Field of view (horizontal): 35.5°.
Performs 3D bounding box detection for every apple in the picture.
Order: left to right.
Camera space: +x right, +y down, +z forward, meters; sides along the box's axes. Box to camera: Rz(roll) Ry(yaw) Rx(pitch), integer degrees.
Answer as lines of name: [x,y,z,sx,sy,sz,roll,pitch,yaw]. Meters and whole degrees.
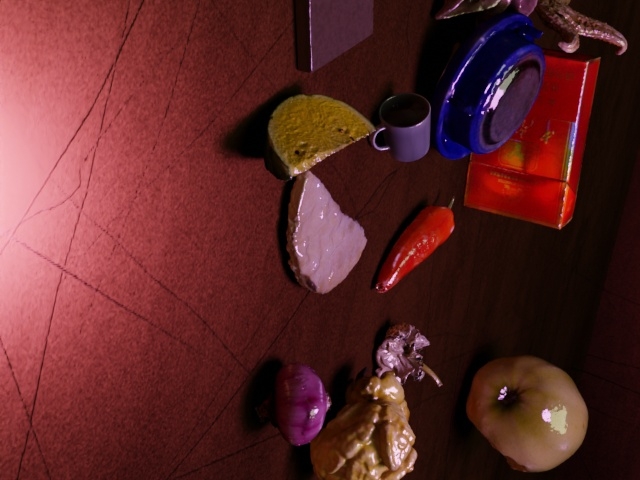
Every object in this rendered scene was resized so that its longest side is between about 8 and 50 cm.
apple: [0.456,0.379,2.211,0.279,0.279,0.279,-39,136,-50]

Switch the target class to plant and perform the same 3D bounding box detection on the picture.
plant: [0.155,0.208,1.711,0.104,0.122,0.116,-47,151,-24]

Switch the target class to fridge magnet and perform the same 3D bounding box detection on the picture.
fridge magnet: [0.278,-0.250,1.653,0.265,0.112,0.265,-39,150,-28]

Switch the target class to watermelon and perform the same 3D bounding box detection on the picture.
watermelon: [-0.020,-0.138,1.220,0.181,0.092,0.075,-31,117,-43]

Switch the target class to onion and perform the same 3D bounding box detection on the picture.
onion: [-0.038,0.226,1.376,0.115,0.104,0.115,168,-90,-82]

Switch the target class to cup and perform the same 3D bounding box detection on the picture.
cup: [0.118,-0.163,1.500,0.100,0.078,0.077,-26,140,-13]

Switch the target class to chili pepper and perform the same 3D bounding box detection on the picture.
chili pepper: [0.170,-0.002,1.691,0.272,0.063,0.071,-45,128,-41]

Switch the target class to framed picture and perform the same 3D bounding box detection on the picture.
framed picture: [0.021,-0.302,1.279,0.168,0.023,0.128,-42,140,-47]

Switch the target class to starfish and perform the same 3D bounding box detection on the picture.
starfish: [0.431,-0.470,1.851,0.327,0.094,0.375,29,42,-36]

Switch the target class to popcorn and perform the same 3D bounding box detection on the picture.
popcorn: [0.069,0.310,1.567,0.168,0.173,0.195,-47,-164,26]

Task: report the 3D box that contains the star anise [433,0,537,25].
star anise: [0.295,-0.471,1.608,0.349,0.109,0.292,-2,111,-47]

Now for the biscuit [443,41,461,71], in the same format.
biscuit: [0.231,-0.284,1.703,0.081,0.018,0.083,-68,153,-14]

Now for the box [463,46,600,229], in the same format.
box: [0.386,-0.197,1.848,0.089,0.197,0.313,-29,128,-54]

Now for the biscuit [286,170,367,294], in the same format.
biscuit: [0.000,0.004,1.390,0.133,0.032,0.250,-69,153,-13]
